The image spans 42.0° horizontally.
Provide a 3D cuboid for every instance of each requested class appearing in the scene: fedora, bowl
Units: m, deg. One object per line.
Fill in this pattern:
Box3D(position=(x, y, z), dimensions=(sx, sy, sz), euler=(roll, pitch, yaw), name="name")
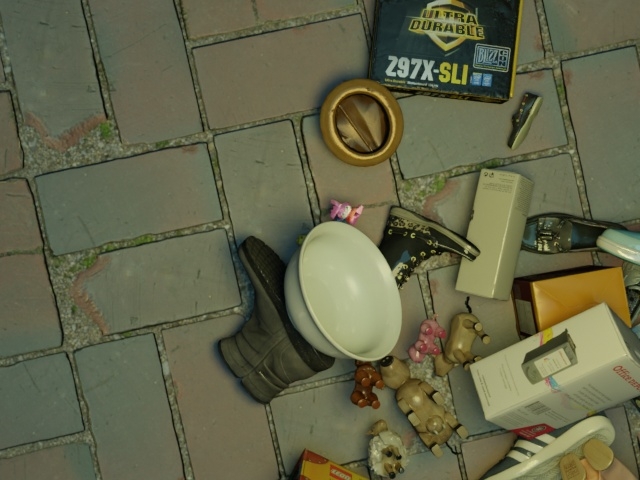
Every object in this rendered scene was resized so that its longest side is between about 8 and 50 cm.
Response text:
Box3D(position=(0.088, -0.258, 1.834), dimensions=(0.194, 0.079, 0.194), euler=(-1, 100, -3), name="fedora")
Box3D(position=(0.023, 0.121, 1.711), dimensions=(0.134, 0.298, 0.298), euler=(-27, 92, 37), name="bowl")

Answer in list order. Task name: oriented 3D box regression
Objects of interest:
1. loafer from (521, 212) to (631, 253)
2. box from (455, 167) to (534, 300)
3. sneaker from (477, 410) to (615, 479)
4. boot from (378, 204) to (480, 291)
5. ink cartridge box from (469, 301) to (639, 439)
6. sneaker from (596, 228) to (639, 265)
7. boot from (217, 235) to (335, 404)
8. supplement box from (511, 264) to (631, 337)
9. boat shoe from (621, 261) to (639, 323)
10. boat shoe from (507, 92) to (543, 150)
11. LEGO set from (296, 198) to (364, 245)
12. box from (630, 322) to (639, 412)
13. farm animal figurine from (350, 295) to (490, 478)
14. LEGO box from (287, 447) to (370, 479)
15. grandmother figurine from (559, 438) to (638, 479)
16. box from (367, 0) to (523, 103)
Box3D(position=(0.567, -0.014, 1.859), dimensions=(0.268, 0.084, 0.096), euler=(1, 91, -3), name="loafer")
Box3D(position=(0.382, -0.011, 1.826), dimensions=(0.094, 0.113, 0.275), euler=(13, 89, 33), name="box")
Box3D(position=(0.476, 0.456, 1.853), dimensions=(0.350, 0.148, 0.131), euler=(-37, 129, 18), name="sneaker")
Box3D(position=(0.215, 0.043, 1.808), dimensions=(0.236, 0.085, 0.178), euler=(29, 93, 35), name="boot")
Box3D(position=(0.492, 0.274, 1.687), dimensions=(0.306, 0.226, 0.131), euler=(-31, 51, 22), name="ink cartridge box")
Box3D(position=(0.757, -0.030, 1.758), dimensions=(0.319, 0.127, 0.208), euler=(14, 97, 1), name="sneaker")
Box3D(position=(-0.141, 0.179, 1.794), dimensions=(0.223, 0.118, 0.338), euler=(-30, 87, 23), name="boot")
Box3D(position=(0.533, 0.133, 1.804), dimensions=(0.191, 0.194, 0.129), euler=(-10, 90, -3), name="supplement box")
Box3D(position=(0.705, 0.110, 1.868), dimensions=(0.079, 0.081, 0.227), euler=(27, 90, -2), name="boat shoe")
Box3D(position=(0.452, -0.267, 1.875), dimensions=(0.042, 0.049, 0.133), euler=(27, 97, 25), name="boat shoe")
Box3D(position=(0.000, 0.000, 1.838), dimensions=(0.093, 0.087, 0.227), euler=(30, 95, 1), name="LEGO set")
Box3D(position=(0.749, 0.252, 1.838), dimensions=(0.233, 0.044, 0.159), euler=(-27, 67, -14), name="box")
Box3D(position=(0.218, 0.315, 1.817), dimensions=(0.330, 0.172, 0.326), euler=(-20, 104, -10), name="farm animal figurine")
Box3D(position=(0.099, 0.733, 1.756), dimensions=(0.500, 0.193, 0.372), euler=(28, 102, -3), name="LEGO box")
Box3D(position=(0.652, 0.554, 1.806), dimensions=(0.208, 0.104, 0.342), euler=(-36, 124, 28), name="grandmother figurine")
Box3D(position=(0.273, -0.449, 1.848), dimensions=(0.322, 0.079, 0.257), euler=(7, 92, -3), name="box")
